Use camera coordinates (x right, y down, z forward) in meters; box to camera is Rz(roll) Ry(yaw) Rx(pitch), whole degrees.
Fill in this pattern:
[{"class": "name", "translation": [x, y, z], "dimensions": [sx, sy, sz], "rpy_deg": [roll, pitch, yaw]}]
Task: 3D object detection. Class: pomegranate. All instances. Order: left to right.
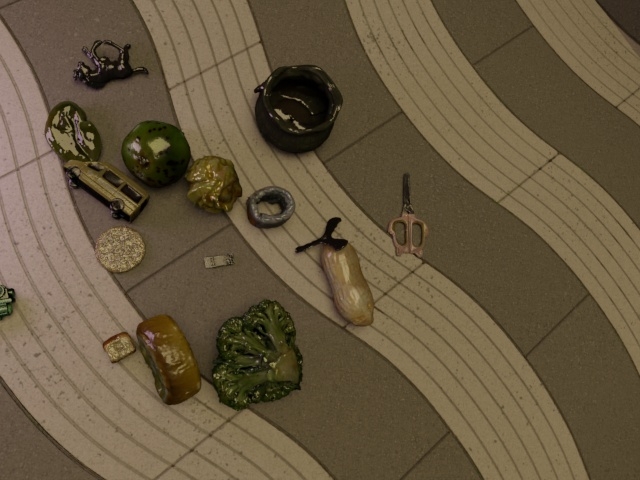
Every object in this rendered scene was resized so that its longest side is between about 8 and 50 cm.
[{"class": "pomegranate", "translation": [-0.502, -0.281, 1.718], "dimensions": [0.211, 0.211, 0.263], "rpy_deg": [32, 31, -7]}]

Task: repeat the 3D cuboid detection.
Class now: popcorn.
[{"class": "popcorn", "translation": [-0.342, -0.175, 1.734], "dimensions": [0.167, 0.185, 0.187], "rpy_deg": [-15, 90, -1]}]

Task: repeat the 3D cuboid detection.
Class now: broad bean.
[{"class": "broad bean", "translation": [-0.772, -0.331, 1.703], "dimensions": [0.153, 0.072, 0.206], "rpy_deg": [-17, 83, -13]}]

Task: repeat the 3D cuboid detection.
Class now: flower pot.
[{"class": "flower pot", "translation": [-0.081, -0.458, 1.856], "dimensions": [0.302, 0.213, 0.301], "rpy_deg": [3, 77, -15]}]

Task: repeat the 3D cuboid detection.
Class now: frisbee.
[{"class": "frisbee", "translation": [0.000, 0.000, 1.820], "dimensions": [0.188, 0.211, 0.012], "rpy_deg": [-25, 120, 2]}]

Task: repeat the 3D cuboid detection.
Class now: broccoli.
[{"class": "broccoli", "translation": [-0.174, 0.344, 1.605], "dimensions": [0.304, 0.283, 0.321], "rpy_deg": [-21, 102, -30]}]

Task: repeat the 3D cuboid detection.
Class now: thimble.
[{"class": "thimble", "translation": [-0.165, -0.109, 1.800], "dimensions": [0.151, 0.118, 0.127], "rpy_deg": [-15, 84, -19]}]

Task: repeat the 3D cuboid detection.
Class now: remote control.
[{"class": "remote control", "translation": [-0.327, 0.066, 1.765], "dimensions": [0.096, 0.014, 0.039], "rpy_deg": [-8, 79, -19]}]

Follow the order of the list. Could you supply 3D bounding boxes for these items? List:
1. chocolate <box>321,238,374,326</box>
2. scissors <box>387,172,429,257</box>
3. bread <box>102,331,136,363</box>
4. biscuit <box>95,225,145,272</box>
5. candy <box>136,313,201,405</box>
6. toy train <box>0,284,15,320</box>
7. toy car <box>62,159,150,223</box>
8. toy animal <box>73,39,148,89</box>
[{"class": "chocolate", "translation": [0.087, 0.141, 1.809], "dimensions": [0.134, 0.134, 0.309], "rpy_deg": [-18, 79, -19]}, {"class": "scissors", "translation": [0.319, -0.096, 1.984], "dimensions": [0.160, 0.024, 0.317], "rpy_deg": [4, 76, -13]}, {"class": "bread", "translation": [-0.590, 0.311, 1.602], "dimensions": [0.083, 0.070, 0.076], "rpy_deg": [-28, 87, -23]}, {"class": "biscuit", "translation": [-0.618, 0.026, 1.688], "dimensions": [0.152, 0.020, 0.152], "rpy_deg": [4, 74, -16]}, {"class": "candy", "translation": [-0.433, 0.335, 1.545], "dimensions": [0.118, 0.260, 0.259], "rpy_deg": [-24, 84, -32]}, {"class": "toy train", "translation": [-0.948, 0.185, 1.533], "dimensions": [0.171, 0.071, 0.111], "rpy_deg": [-11, 89, -19]}, {"class": "toy car", "translation": [-0.657, -0.168, 1.682], "dimensions": [0.257, 0.101, 0.124], "rpy_deg": [38, 65, -6]}, {"class": "toy animal", "translation": [-0.692, -0.574, 1.792], "dimensions": [0.233, 0.084, 0.148], "rpy_deg": [-13, 98, -25]}]
